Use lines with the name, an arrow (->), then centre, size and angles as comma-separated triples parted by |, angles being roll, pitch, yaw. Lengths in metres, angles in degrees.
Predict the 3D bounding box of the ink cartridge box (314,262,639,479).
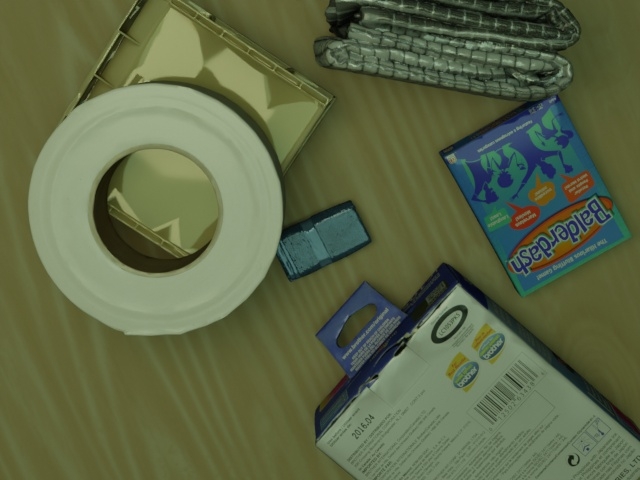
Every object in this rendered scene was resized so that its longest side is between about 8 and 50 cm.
ink cartridge box -> 0.175, 0.218, 1.489 | 0.395, 0.151, 0.270 | 40, 96, -7

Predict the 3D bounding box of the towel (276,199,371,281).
towel -> 0.000, 0.000, 1.516 | 0.119, 0.029, 0.067 | -25, 98, 5

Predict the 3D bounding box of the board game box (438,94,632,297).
board game box -> 0.268, -0.058, 1.490 | 0.160, 0.047, 0.210 | -30, 103, 5

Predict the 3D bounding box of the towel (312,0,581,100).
towel -> 0.139, -0.237, 1.376 | 0.283, 0.235, 0.121 | 10, 96, -3

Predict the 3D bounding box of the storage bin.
storage bin -> -0.160, -0.133, 1.450 | 0.260, 0.123, 0.262 | 33, 98, -5

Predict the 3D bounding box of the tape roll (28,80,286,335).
tape roll -> -0.181, -0.038, 1.353 | 0.286, 0.100, 0.286 | 0, 99, 0
